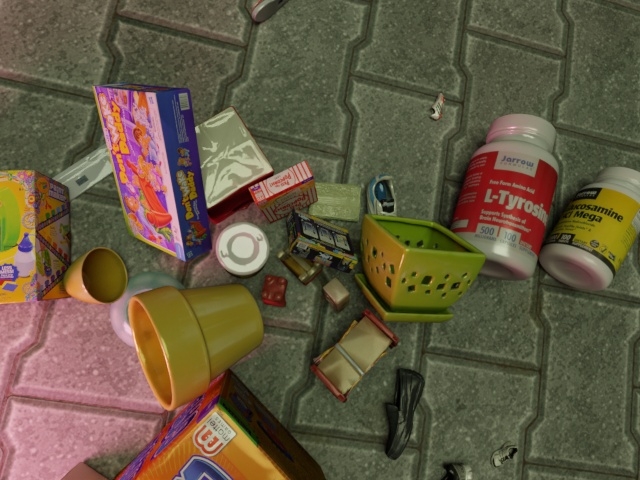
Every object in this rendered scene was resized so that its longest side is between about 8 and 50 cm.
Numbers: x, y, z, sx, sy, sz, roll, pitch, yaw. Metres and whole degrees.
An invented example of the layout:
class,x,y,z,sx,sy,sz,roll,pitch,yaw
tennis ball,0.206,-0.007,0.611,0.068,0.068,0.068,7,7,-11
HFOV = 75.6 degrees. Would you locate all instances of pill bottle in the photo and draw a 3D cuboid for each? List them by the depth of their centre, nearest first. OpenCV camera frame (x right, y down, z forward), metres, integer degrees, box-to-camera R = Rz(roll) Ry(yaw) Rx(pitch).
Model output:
class,x,y,z,sx,sy,sz,roll,pitch,yaw
pill bottle,-0.185,0.031,0.990,0.119,0.208,0.119,1,81,-9
pill bottle,0.497,-0.117,1.114,0.228,0.229,0.408,20,79,-6
pill bottle,0.788,-0.040,1.172,0.187,0.188,0.334,38,78,-3

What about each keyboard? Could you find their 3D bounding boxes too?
class,x,y,z,sx,sy,sz,roll,pitch,yaw
keyboard,-0.612,-0.160,1.049,0.256,0.014,0.072,-39,95,-12

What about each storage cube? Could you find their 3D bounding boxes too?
class,x,y,z,sx,sy,sz,roll,pitch,yaw
storage cube,-0.243,-0.178,1.019,0.183,0.193,0.215,-32,89,-12

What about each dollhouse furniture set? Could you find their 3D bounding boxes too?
class,x,y,z,sx,sy,sz,roll,pitch,yaw
dollhouse furniture set,-0.002,0.200,1.051,0.201,0.152,0.374,-42,73,-12

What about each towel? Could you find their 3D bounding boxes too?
class,x,y,z,sx,sy,sz,roll,pitch,yaw
towel,0.039,-0.109,1.140,0.147,0.027,0.110,4,81,-9

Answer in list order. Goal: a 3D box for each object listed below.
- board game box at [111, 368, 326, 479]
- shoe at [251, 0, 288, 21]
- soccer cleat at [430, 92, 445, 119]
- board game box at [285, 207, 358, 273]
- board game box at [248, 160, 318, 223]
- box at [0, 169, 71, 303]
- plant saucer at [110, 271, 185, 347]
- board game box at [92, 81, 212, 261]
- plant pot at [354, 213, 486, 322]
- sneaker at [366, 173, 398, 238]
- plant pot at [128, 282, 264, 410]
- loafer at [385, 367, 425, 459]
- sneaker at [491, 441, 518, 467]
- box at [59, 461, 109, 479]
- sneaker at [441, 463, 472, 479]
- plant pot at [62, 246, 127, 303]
class,x,y,z,sx,sy,sz,roll,pitch,yaw
board game box,-0.211,0.543,0.839,0.356,0.356,0.356,-43,91,-12
shoe,-0.150,-0.702,1.175,0.081,0.063,0.178,43,73,0
soccer cleat,0.347,-0.402,1.231,0.035,0.029,0.084,10,85,-12
board game box,0.000,0.000,1.043,0.170,0.141,0.048,21,119,-23
board game box,-0.084,-0.114,1.023,0.146,0.193,0.045,-26,78,-2
box,-0.745,0.004,0.913,0.289,0.177,0.280,-4,85,-10
plant saucer,-0.423,0.173,1.020,0.194,0.037,0.195,1,82,-8
board game box,-0.361,-0.152,0.901,0.078,0.233,0.348,-31,129,-45
plant pot,0.220,0.074,1.013,0.228,0.227,0.207,6,112,-22
sneaker,0.173,-0.065,1.127,0.085,0.086,0.238,-7,85,-12
plant pot,-0.269,0.210,0.932,0.238,0.254,0.254,-16,85,-36
loafer,0.203,0.444,1.069,0.078,0.076,0.224,21,75,-1
sneaker,0.497,0.581,1.115,0.083,0.037,0.032,-42,92,-11
box,-0.587,0.663,0.871,0.121,0.148,0.311,35,77,-3
sneaker,0.337,0.661,1.065,0.074,0.063,0.171,19,75,-7
plant pot,-0.544,0.091,0.976,0.095,0.134,0.135,-12,84,17
